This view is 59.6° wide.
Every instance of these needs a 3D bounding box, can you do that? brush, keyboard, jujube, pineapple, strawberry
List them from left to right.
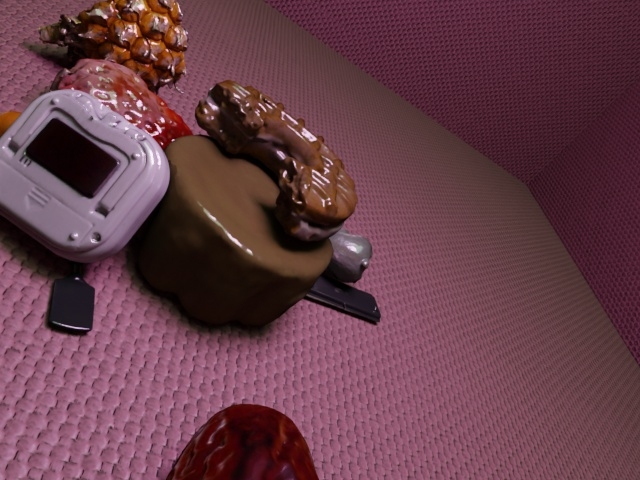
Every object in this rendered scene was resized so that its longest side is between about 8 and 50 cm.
[{"bbox_3d":[-0.386,0.065,0.881,0.063,0.016,0.193,21,35,-33],"label":"brush"},{"bbox_3d":[-0.475,-0.414,1.300,0.286,0.344,0.209,-21,96,-26],"label":"pineapple"},{"bbox_3d":[-0.392,-0.256,1.183,0.336,0.149,0.265,26,30,-27],"label":"strawberry"},{"bbox_3d":[-0.091,0.348,0.667,0.223,0.223,0.318,30,23,-19],"label":"jujube"},{"bbox_3d":[0.045,0.128,1.301,0.230,0.025,0.094,24,31,-28],"label":"keyboard"}]

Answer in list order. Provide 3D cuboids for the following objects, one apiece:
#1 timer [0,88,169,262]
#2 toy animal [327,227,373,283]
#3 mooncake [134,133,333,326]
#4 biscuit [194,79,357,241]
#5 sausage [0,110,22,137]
[{"bbox_3d":[-0.391,-0.108,0.888,0.262,0.237,0.087,34,-9,6],"label":"timer"},{"bbox_3d":[0.001,-0.002,1.309,0.251,0.127,0.125,29,51,-2],"label":"toy animal"},{"bbox_3d":[-0.171,-0.014,1.077,0.378,0.201,0.378,34,27,-20],"label":"mooncake"},{"bbox_3d":[-0.066,-0.154,1.088,0.366,0.115,0.268,55,25,20],"label":"biscuit"},{"bbox_3d":[-0.475,-0.140,0.983,0.238,0.098,0.098,38,29,-3],"label":"sausage"}]
